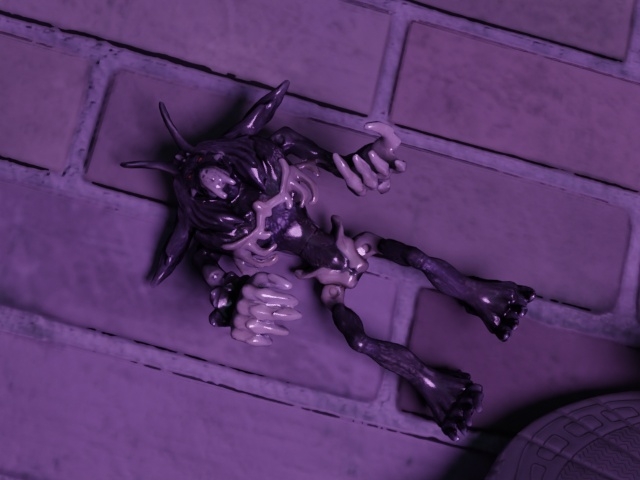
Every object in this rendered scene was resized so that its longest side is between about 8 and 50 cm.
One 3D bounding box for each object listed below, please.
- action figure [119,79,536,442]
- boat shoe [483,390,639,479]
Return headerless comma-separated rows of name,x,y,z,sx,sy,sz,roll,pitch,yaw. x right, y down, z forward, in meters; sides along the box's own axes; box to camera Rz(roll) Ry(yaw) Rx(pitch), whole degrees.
action figure,0.000,0.000,0.744,0.276,0.141,0.164,32,83,-3
boat shoe,0.143,0.199,0.729,0.320,0.103,0.118,-31,45,-32
